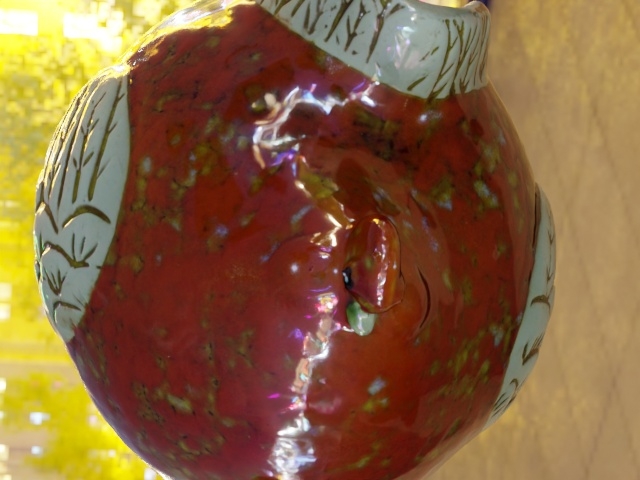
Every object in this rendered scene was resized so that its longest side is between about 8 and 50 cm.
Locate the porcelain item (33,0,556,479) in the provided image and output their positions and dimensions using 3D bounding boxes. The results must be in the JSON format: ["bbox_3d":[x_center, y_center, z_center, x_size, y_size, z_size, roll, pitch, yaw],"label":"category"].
[{"bbox_3d":[0.000,0.000,0.573,0.253,0.253,0.253,-177,90,-86],"label":"porcelain item"}]
